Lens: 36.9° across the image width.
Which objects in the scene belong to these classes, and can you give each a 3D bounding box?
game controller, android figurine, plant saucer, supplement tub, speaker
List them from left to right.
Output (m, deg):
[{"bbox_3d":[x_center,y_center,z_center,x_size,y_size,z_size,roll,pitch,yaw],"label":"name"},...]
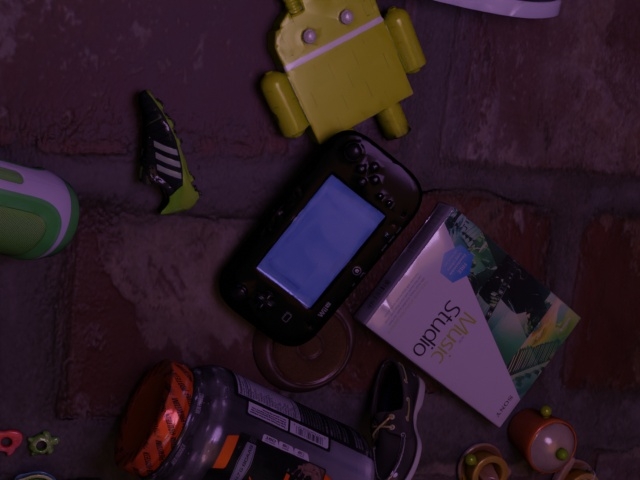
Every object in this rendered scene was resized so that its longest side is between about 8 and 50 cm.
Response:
[{"bbox_3d":[-0.435,-0.052,1.154,0.296,0.131,0.131,16,97,-58],"label":"speaker"},{"bbox_3d":[-0.108,0.311,1.377,0.338,0.207,0.207,29,91,-22],"label":"supplement tub"},{"bbox_3d":[-0.020,0.158,1.472,0.168,0.029,0.168,-4,102,-18],"label":"plant saucer"},{"bbox_3d":[0.000,0.000,1.386,0.166,0.067,0.319,39,99,1],"label":"game controller"},{"bbox_3d":[0.030,-0.253,1.390,0.248,0.056,0.272,-28,111,-12],"label":"android figurine"}]

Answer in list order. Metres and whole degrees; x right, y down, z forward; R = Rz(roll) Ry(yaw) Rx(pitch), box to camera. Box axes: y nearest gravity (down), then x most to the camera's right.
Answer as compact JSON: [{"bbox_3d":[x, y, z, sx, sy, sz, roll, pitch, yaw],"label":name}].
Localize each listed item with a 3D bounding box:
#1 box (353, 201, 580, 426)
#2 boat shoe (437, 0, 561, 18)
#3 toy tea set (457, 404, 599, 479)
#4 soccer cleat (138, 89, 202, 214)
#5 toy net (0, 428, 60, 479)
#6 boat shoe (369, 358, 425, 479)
[{"bbox_3d":[0.242,0.124,1.542,0.322,0.058,0.232,38,87,-24],"label":"box"},{"bbox_3d":[0.220,-0.397,1.395,0.306,0.113,0.105,9,113,-12],"label":"boat shoe"},{"bbox_3d":[0.396,0.435,1.627,0.200,0.124,0.336,-45,112,-6],"label":"toy tea set"},{"bbox_3d":[-0.224,-0.118,1.325,0.072,0.060,0.179,-23,111,-12],"label":"soccer cleat"},{"bbox_3d":[-0.482,0.330,1.334,0.232,0.045,0.122,1,101,-20],"label":"toy net"},{"bbox_3d":[0.107,0.279,1.456,0.081,0.227,0.069,-30,118,30],"label":"boat shoe"}]
